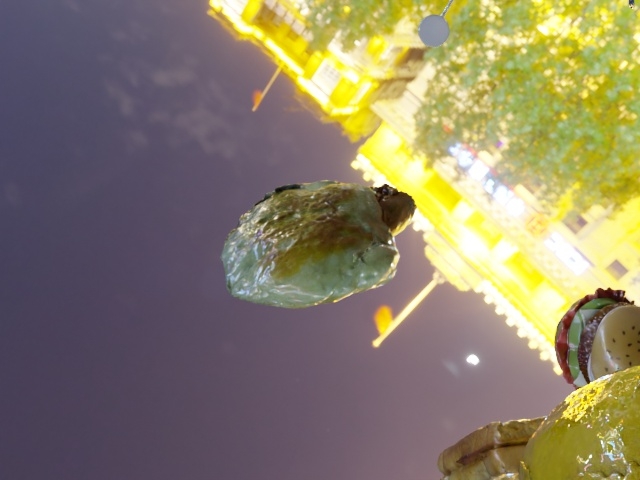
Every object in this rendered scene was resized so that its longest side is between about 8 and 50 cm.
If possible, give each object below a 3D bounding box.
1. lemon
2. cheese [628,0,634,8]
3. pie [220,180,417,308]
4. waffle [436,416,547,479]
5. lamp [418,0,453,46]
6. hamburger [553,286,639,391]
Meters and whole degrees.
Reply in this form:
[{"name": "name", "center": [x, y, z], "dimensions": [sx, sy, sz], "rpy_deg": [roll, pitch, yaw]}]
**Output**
[{"name": "lemon", "center": [0.276, 0.203, 0.565], "dimensions": [0.204, 0.260, 0.204], "rpy_deg": [16, -117, -36]}, {"name": "cheese", "center": [0.305, -0.336, 0.716], "dimensions": [0.270, 0.069, 0.177], "rpy_deg": [28, -121, -59]}, {"name": "pie", "center": [-0.009, 0.001, 0.987], "dimensions": [0.257, 0.106, 0.274], "rpy_deg": [4, -148, 15]}, {"name": "waffle", "center": [0.341, 0.370, 1.214], "dimensions": [0.224, 0.328, 0.098], "rpy_deg": [-6, -117, -10]}, {"name": "lamp", "center": [0.216, -0.399, 1.121], "dimensions": [0.050, 0.198, 0.056], "rpy_deg": [28, -161, -2]}, {"name": "hamburger", "center": [0.451, 0.165, 1.079], "dimensions": [0.175, 0.175, 0.137], "rpy_deg": [27, 180, -19]}]
